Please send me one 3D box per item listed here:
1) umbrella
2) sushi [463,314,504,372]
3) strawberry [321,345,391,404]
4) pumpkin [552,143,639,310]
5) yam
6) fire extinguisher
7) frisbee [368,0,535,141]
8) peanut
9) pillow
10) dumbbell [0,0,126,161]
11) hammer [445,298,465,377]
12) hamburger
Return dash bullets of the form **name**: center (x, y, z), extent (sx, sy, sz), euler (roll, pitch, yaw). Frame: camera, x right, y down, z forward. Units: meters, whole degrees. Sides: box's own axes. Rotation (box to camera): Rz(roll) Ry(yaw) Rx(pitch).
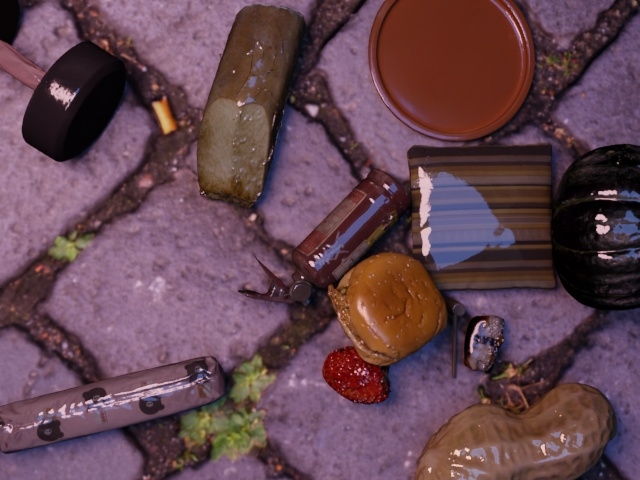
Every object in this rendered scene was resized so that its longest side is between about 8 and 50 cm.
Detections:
- **umbrella**: center (-0.288, 0.215, 0.886), extent (0.337, 0.073, 0.067), euler (-13, 70, -7)
- **sushi**: center (0.226, 0.143, 0.972), extent (0.046, 0.044, 0.083), euler (15, 83, -8)
- **strawberry**: center (0.049, 0.179, 0.934), extent (0.096, 0.083, 0.083), euler (-1, 87, 26)
- **pumpkin**: center (0.391, -0.018, 0.920), extent (0.161, 0.220, 0.221), euler (-3, 87, 28)
- **yam**: center (-0.097, -0.179, 0.920), extent (0.106, 0.106, 0.259), euler (15, 84, -7)
- **fire extinguisher**: center (0.001, 0.003, 0.936), extent (0.252, 0.075, 0.106), euler (-45, 89, -6)
- **frisbee**: center (0.190, -0.266, 1.000), extent (0.250, 0.021, 0.251), euler (1, 86, -8)
- **peanut**: center (0.264, 0.276, 0.935), extent (0.298, 0.120, 0.136), euler (-15, 94, -11)
- **pillow**: center (0.227, -0.031, 0.977), extent (0.208, 0.052, 0.212), euler (-1, 87, -4)
- **dumbbell**: center (-0.371, -0.214, 0.856), extent (0.218, 0.152, 0.153), euler (33, 83, -5)
- **hammer**: center (0.190, 0.139, 0.978), extent (0.019, 0.035, 0.110), euler (-2, 96, -7)
- **hamburger**: center (0.089, 0.086, 0.904), extent (0.147, 0.083, 0.138), euler (-23, 75, -35)
